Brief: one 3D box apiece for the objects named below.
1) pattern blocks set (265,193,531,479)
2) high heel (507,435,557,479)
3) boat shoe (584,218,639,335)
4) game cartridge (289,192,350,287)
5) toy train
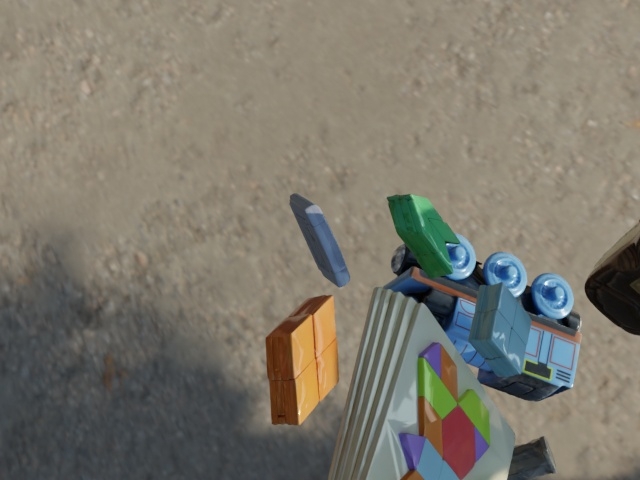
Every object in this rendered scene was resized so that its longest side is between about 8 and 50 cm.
[{"bbox_3d":[0.057,0.135,0.731,0.026,0.324,0.285,-10,148,33],"label":"pattern blocks set"},{"bbox_3d":[0.154,0.298,1.346,0.186,0.261,0.093,-20,104,13],"label":"high heel"},{"bbox_3d":[0.273,-0.008,0.915,0.095,0.257,0.095,45,70,-4],"label":"boat shoe"},{"bbox_3d":[0.000,0.000,1.165,0.017,0.056,0.083,-28,113,-9],"label":"game cartridge"},{"bbox_3d":[0.139,0.066,1.124,0.184,0.080,0.105,22,63,-15],"label":"toy train"}]
